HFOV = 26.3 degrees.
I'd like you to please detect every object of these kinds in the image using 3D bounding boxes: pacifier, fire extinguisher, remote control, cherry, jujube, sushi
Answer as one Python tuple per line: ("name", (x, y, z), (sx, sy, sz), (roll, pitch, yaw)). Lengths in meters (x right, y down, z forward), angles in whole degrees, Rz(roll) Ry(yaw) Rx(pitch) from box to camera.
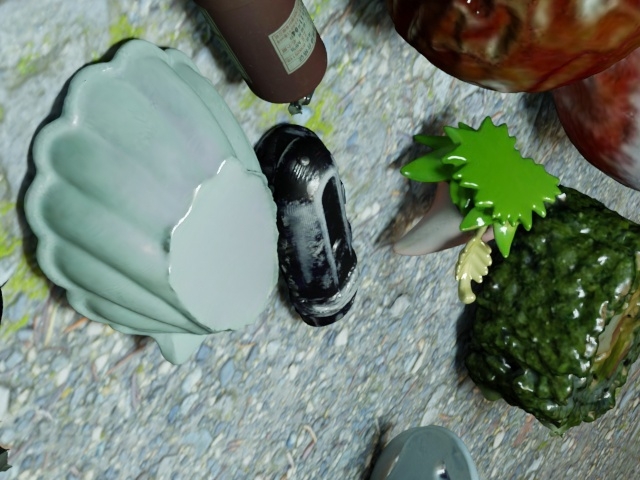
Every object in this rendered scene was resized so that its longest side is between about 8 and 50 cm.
("pacifier", (0.059, 0.318, 1.540), (0.226, 0.238, 0.287), (13, 134, -31))
("fire extinguisher", (-0.038, -0.171, 1.050), (0.231, 0.071, 0.099), (53, 39, -60))
("remote control", (0.000, 0.000, 1.252), (0.090, 0.066, 0.266), (-47, 148, -20))
("cherry", (0.432, -0.197, 1.541), (0.335, 0.326, 0.291), (-13, 90, -58))
("jujube", (0.195, -0.305, 1.119), (0.276, 0.276, 0.377), (-28, 135, -47))
("sushi", (0.318, 0.095, 1.744), (0.294, 0.178, 0.352), (-61, 155, 2))

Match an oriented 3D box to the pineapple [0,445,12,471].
("pineapple", (-0.246, 0.220, 1.006), (0.237, 0.111, 0.119), (57, 34, -52))

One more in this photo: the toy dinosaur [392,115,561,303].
("toy dinosaur", (0.143, -0.044, 1.431), (0.194, 0.152, 0.177), (-50, 179, -34))

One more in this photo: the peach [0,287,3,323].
("peach", (-0.290, 0.100, 0.849), (0.189, 0.068, 0.279), (17, 94, -59))

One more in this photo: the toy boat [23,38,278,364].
("toy boat", (-0.106, -0.012, 1.034), (0.199, 0.100, 0.290), (-50, 147, -22))
